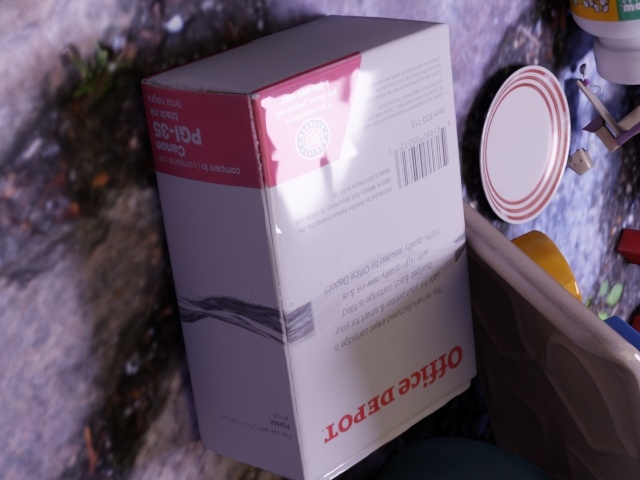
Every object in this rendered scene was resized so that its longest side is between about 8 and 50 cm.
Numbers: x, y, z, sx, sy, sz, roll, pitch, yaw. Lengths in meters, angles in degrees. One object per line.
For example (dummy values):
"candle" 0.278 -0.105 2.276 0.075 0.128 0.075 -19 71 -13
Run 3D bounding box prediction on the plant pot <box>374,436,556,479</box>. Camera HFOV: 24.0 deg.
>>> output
"plant pot" 0.086 0.301 1.159 0.255 0.271 0.272 -59 138 -43

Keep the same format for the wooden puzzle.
"wooden puzzle" 0.208 0.128 1.198 0.080 0.322 0.348 -28 121 -8

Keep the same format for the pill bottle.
"pill bottle" 0.272 -0.250 1.326 0.117 0.117 0.208 -37 126 -37

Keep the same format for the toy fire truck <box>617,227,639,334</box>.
"toy fire truck" 0.355 0.078 1.552 0.192 0.047 0.135 31 74 -48

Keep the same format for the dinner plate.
"dinner plate" 0.178 -0.085 1.336 0.141 0.017 0.141 -15 111 -45

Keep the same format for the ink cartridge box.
"ink cartridge box" 0.000 0.000 1.077 0.207 0.117 0.283 -26 117 -43

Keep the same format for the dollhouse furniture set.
"dollhouse furniture set" 0.264 -0.124 1.431 0.081 0.091 0.114 53 22 5
